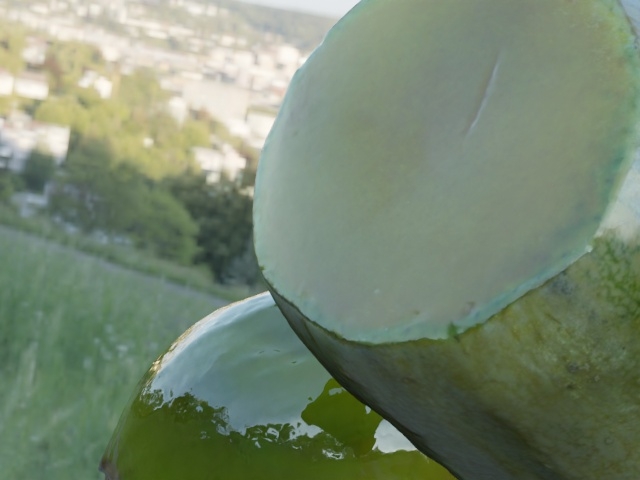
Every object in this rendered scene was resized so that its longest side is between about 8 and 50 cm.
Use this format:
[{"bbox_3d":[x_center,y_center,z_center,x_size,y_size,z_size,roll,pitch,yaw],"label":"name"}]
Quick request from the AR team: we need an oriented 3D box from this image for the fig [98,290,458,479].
[{"bbox_3d":[-0.027,0.204,1.142,0.343,0.343,0.343,10,9,-2],"label":"fig"}]

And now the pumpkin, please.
[{"bbox_3d":[0.109,-0.019,0.754,0.332,0.332,0.199,20,-6,44],"label":"pumpkin"}]
